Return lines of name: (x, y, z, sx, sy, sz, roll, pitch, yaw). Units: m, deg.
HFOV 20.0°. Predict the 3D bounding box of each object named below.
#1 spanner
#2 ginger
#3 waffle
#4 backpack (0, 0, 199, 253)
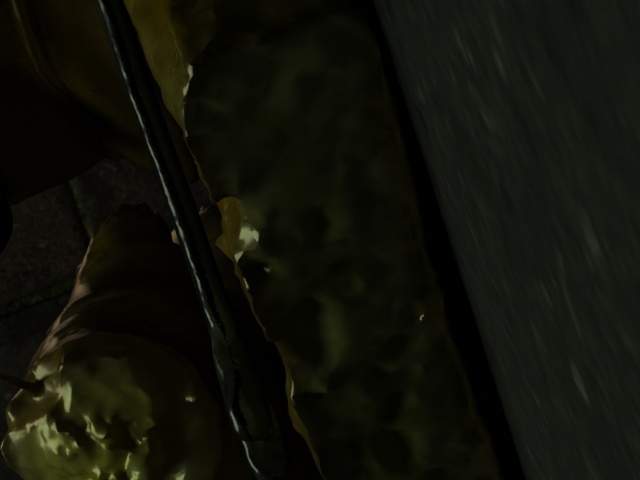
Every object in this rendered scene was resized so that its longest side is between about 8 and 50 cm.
spanner: (-0.056, -0.041, 0.597, 0.054, 0.015, 0.254, 79, 171, -79)
ginger: (-0.017, 0.072, 0.795, 0.375, 0.166, 0.236, 79, -157, -59)
waffle: (0.000, 0.000, 0.566, 0.168, 0.057, 0.274, -114, 2, -52)
backpack: (-0.161, -0.190, 0.796, 0.353, 0.201, 0.378, 60, -171, -70)
